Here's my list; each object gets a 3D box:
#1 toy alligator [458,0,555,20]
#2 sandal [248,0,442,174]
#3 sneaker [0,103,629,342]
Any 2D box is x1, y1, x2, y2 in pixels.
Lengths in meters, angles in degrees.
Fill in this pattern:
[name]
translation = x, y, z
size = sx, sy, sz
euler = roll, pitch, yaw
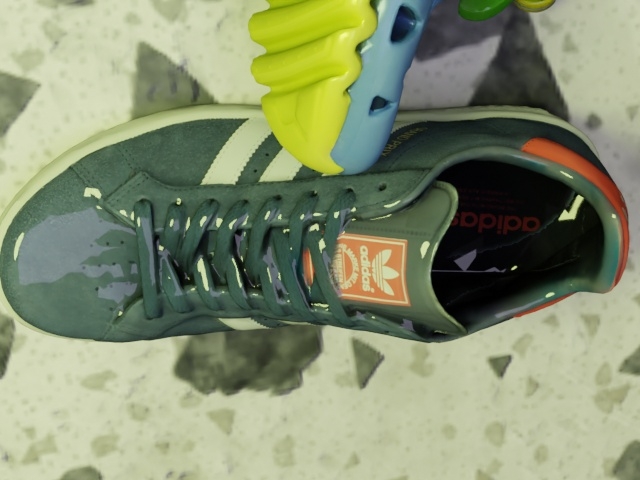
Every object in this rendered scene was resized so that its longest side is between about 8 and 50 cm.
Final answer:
[toy alligator]
translation = 0.156, -0.175, 0.963
size = 0.189, 0.056, 0.051
euler = -23, 74, -3
[sandal]
translation = 0.061, -0.181, 0.880
size = 0.138, 0.126, 0.317
euler = 16, 95, -28
[sneaker]
translation = 0.000, 0.000, 0.940
size = 0.350, 0.148, 0.131
euler = -10, 113, -8
